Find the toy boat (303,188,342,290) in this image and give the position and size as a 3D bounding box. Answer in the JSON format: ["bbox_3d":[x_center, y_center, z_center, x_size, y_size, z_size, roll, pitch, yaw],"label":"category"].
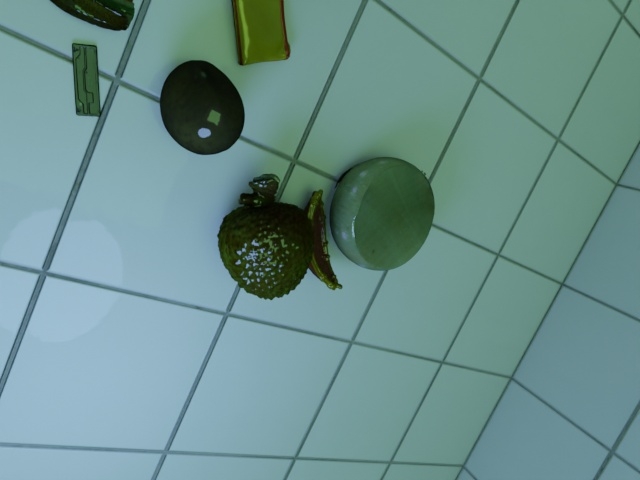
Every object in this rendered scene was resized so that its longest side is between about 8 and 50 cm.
[{"bbox_3d":[-0.006,0.002,1.428,0.099,0.141,0.318,-4,109,22],"label":"toy boat"}]

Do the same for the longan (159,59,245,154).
[{"bbox_3d":[-0.276,-0.305,1.113,0.196,0.196,0.220,-29,82,-16],"label":"longan"}]

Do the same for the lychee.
[{"bbox_3d":[-0.145,0.003,1.269,0.270,0.270,0.320,-35,102,-12],"label":"lychee"}]

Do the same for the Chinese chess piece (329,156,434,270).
[{"bbox_3d":[0.189,-0.081,1.460,0.349,0.146,0.350,-12,113,-31],"label":"Chinese chess piece"}]

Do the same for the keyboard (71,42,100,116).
[{"bbox_3d":[-0.526,-0.359,1.067,0.053,0.010,0.155,-4,111,-28],"label":"keyboard"}]

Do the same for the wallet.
[{"bbox_3d":[-0.151,-0.562,1.163,0.141,0.067,0.241,-18,121,-27],"label":"wallet"}]

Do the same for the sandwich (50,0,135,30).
[{"bbox_3d":[-0.466,-0.540,0.980,0.184,0.109,0.160,27,75,-32],"label":"sandwich"}]
